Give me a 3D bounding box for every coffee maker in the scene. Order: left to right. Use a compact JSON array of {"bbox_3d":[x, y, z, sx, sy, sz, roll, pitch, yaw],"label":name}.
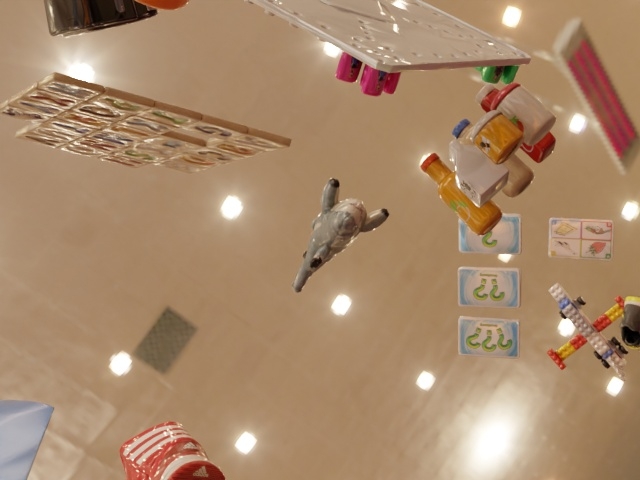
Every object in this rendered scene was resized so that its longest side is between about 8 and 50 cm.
[{"bbox_3d":[-0.281,-0.322,1.408,0.171,0.120,0.178,-13,-81,-16],"label":"coffee maker"}]

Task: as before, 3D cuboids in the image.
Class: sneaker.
[{"bbox_3d":[-0.154,0.270,1.158,0.087,0.128,0.221,18,-74,-27],"label":"sneaker"},{"bbox_3d":[0.279,0.084,1.099,0.035,0.031,0.083,-56,-45,-26],"label":"sneaker"}]

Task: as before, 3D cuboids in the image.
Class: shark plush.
[{"bbox_3d":[0.000,0.000,1.333,0.073,0.161,0.067,39,-137,-14],"label":"shark plush"}]

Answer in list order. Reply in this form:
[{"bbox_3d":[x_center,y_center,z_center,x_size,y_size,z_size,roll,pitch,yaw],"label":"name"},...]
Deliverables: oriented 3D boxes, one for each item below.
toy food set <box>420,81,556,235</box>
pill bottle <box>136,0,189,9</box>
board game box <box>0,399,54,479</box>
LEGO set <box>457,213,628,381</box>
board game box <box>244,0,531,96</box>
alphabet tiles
[{"bbox_3d":[0.166,-0.102,1.277,0.111,0.104,0.232,-42,-17,-8],"label":"toy food set"},{"bbox_3d":[-0.098,-0.312,1.028,0.130,0.130,0.246,-3,-43,-45],"label":"pill bottle"},{"bbox_3d":[-0.151,0.115,0.406,0.133,0.169,0.033,-19,-69,7],"label":"board game box"},{"bbox_3d":[0.279,0.064,1.473,0.060,0.244,0.183,-30,-58,-69],"label":"LEGO set"},{"bbox_3d":[0.035,-0.300,1.682,0.390,0.390,0.050,-13,-50,-54],"label":"board game box"},{"bbox_3d":[-0.165,-0.090,1.041,0.198,0.237,0.009,13,-101,-28],"label":"alphabet tiles"}]
